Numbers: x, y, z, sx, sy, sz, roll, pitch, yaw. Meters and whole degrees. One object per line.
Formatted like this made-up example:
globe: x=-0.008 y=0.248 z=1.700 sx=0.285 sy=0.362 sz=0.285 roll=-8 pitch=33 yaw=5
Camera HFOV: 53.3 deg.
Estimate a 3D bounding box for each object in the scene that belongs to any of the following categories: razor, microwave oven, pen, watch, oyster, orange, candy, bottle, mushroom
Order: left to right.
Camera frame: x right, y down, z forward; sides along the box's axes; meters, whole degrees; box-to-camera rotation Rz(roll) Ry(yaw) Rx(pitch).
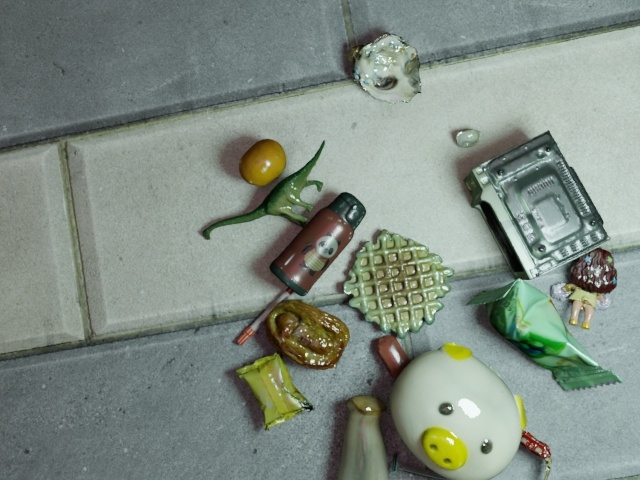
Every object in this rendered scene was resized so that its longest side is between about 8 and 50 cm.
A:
orange: x=-0.176 y=-0.236 z=1.958 sx=0.124 sy=0.156 sz=0.156 roll=41 pitch=90 yaw=-14
pen: x=-0.171 y=0.235 z=1.984 sx=0.028 sy=0.028 sz=0.239 roll=44 pitch=90 yaw=7
bottle: x=0.000 y=0.000 z=1.931 sx=0.144 sy=0.144 sz=0.336 roll=39 pitch=89 yaw=7
mushroom: x=0.128 y=0.661 z=1.877 sx=0.154 sy=0.137 sz=0.408 roll=8 pitch=93 yaw=18
oyster: x=0.204 y=-0.523 z=1.980 sx=0.214 sy=0.083 sz=0.223 roll=-14 pitch=90 yaw=7
razor: x=0.307 y=0.689 z=1.904 sx=0.191 sy=0.037 sz=0.068 roll=14 pitch=46 yaw=2
watch: x=0.561 y=0.685 z=1.846 sx=0.164 sy=0.102 sz=0.269 roll=21 pitch=86 yaw=28
microwave oven: x=0.617 y=-0.097 z=1.841 sx=0.286 sy=0.218 sz=0.355 roll=-26 pitch=84 yaw=4
candy: x=0.624 y=0.272 z=1.792 sx=0.172 sy=0.263 sz=0.398 roll=-40 pitch=83 yaw=-11

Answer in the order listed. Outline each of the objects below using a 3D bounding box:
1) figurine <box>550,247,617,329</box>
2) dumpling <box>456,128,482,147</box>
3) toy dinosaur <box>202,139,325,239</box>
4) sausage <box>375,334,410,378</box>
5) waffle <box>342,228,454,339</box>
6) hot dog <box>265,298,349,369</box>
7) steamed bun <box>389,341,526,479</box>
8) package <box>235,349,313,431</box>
figurine: x=0.779 y=0.137 z=1.860 sx=0.174 sy=0.116 sz=0.240 roll=18 pitch=88 yaw=7
dumpling: x=0.455 y=-0.311 z=1.954 sx=0.052 sy=0.076 sz=0.057 roll=6 pitch=107 yaw=40
toy dinosaur: x=-0.163 y=-0.147 z=1.951 sx=0.300 sy=0.087 sz=0.448 roll=23 pitch=111 yaw=3
sausage: x=0.219 y=0.350 z=1.919 sx=0.076 sy=0.076 sz=0.141 roll=-29 pitch=83 yaw=3
waffle: x=0.232 y=0.133 z=1.938 sx=0.309 sy=0.056 sz=0.292 roll=32 pitch=88 yaw=7
hot dog: x=-0.044 y=0.280 z=1.917 sx=0.258 sy=0.114 sz=0.175 roll=25 pitch=92 yaw=2
steamed bun: x=0.377 y=0.484 z=1.778 sx=0.374 sy=0.334 sz=0.334 roll=42 pitch=90 yaw=2
package: x=-0.141 y=0.450 z=1.936 sx=0.168 sy=0.090 sz=0.226 roll=-27 pitch=87 yaw=0
